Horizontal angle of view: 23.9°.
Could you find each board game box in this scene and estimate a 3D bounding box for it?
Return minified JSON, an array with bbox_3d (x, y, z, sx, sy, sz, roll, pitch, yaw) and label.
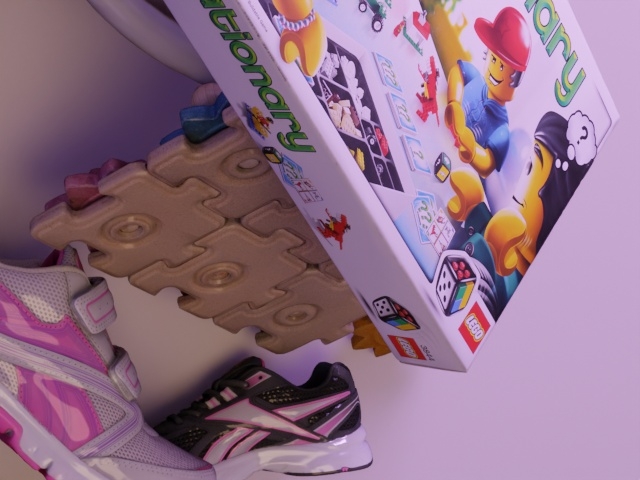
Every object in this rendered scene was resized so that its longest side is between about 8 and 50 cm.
[{"bbox_3d":[0.037,-0.106,0.736,0.193,0.053,0.305,-56,131,-28],"label":"board game box"}]

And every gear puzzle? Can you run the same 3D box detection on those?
[{"bbox_3d":[0.000,0.000,0.890,0.175,0.044,0.339,-27,147,23],"label":"gear puzzle"}]

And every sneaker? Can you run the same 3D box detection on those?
[{"bbox_3d":[-0.146,0.066,0.836,0.252,0.103,0.111,40,78,-23],"label":"sneaker"},{"bbox_3d":[-0.056,0.113,0.959,0.178,0.072,0.077,-5,92,-25],"label":"sneaker"}]

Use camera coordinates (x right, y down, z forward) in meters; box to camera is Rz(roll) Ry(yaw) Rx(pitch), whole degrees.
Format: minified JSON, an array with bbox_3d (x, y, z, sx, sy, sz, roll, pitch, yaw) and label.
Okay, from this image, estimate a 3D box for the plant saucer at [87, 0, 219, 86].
[{"bbox_3d":[0.011,-0.272,0.781,0.400,0.100,0.400,-12,118,-24],"label":"plant saucer"}]
